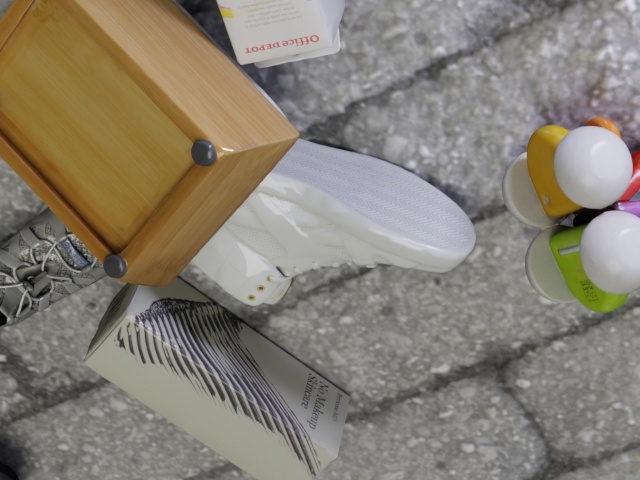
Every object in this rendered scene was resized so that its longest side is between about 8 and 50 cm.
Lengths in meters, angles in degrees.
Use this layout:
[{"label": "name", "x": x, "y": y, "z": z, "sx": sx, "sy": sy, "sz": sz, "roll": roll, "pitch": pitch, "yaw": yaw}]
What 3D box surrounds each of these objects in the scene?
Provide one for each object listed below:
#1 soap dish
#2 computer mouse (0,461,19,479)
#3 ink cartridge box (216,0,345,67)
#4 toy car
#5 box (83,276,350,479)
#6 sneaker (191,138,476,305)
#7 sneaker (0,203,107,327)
[{"label": "soap dish", "x": -0.194, "y": -0.119, "z": 1.479, "sx": 0.291, "sy": 0.118, "sz": 0.229, "roll": 46, "pitch": 122, "yaw": 4}, {"label": "computer mouse", "x": -0.454, "y": 0.312, "z": 1.914, "sx": 0.184, "sy": 0.060, "sz": 0.262, "roll": 17, "pitch": 137, "yaw": -6}, {"label": "ink cartridge box", "x": -0.039, "y": -0.232, "z": 1.436, "sx": 0.092, "sy": 0.090, "sz": 0.143, "roll": -8, "pitch": 123, "yaw": 17}, {"label": "toy car", "x": 0.265, "y": -0.028, "z": 1.486, "sx": 0.136, "sy": 0.159, "sz": 0.182, "roll": -16, "pitch": 88, "yaw": -23}, {"label": "box", "x": -0.107, "y": 0.149, "z": 1.698, "sx": 0.275, "sy": 0.113, "sz": 0.094, "roll": 35, "pitch": 122, "yaw": -14}, {"label": "sneaker", "x": 0.000, "y": 0.000, "z": 1.585, "sx": 0.293, "sy": 0.108, "sz": 0.169, "roll": 22, "pitch": 127, "yaw": 9}, {"label": "sneaker", "x": -0.294, "y": 0.039, "z": 1.657, "sx": 0.281, "sy": 0.115, "sz": 0.105, "roll": -29, "pitch": 114, "yaw": 27}]
